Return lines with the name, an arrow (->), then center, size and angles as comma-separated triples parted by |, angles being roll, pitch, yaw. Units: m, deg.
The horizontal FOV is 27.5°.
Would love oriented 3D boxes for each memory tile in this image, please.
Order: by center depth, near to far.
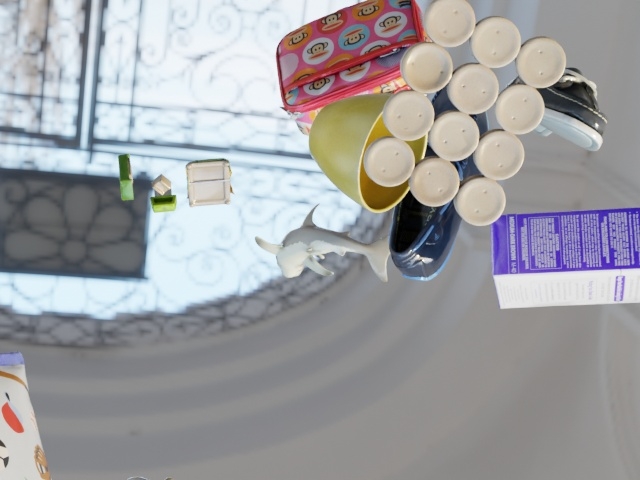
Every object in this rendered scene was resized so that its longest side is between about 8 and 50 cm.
memory tile -> 0.104, -0.094, 0.952 | 0.113, 0.148, 0.012 | 22, -169, -8

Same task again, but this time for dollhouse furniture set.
dollhouse furniture set -> -0.192, -0.085, 1.749 | 0.151, 0.076, 0.059 | -5, -140, -6

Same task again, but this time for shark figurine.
shark figurine -> 0.006, -0.011, 2.278 | 0.278, 0.116, 0.166 | -7, 145, 44

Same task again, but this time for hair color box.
hair color box -> 0.433, 0.026, 1.986 | 0.338, 0.110, 0.185 | -2, 162, 11

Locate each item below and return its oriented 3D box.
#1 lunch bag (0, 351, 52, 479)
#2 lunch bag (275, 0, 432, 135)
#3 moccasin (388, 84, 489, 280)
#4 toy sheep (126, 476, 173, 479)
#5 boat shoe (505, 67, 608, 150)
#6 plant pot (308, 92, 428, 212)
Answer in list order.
lunch bag -> -0.498, 0.308, 1.529 | 0.239, 0.328, 0.385 | -31, 159, 30
lunch bag -> 0.067, -0.311, 2.409 | 0.293, 0.120, 0.258 | -20, -132, 15
moccasin -> 0.194, -0.107, 2.103 | 0.137, 0.342, 0.117 | 3, 163, 27
toy sheep -> -0.203, 0.301, 1.413 | 0.091, 0.091, 0.132 | 16, -142, 25
boat shoe -> 0.311, -0.189, 1.727 | 0.114, 0.091, 0.302 | 32, -175, -17
plant pot -> 0.044, -0.109, 1.461 | 0.095, 0.134, 0.134 | 23, -158, 31
